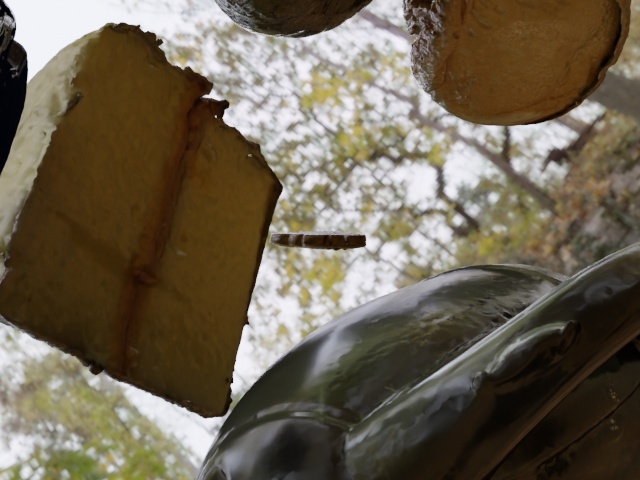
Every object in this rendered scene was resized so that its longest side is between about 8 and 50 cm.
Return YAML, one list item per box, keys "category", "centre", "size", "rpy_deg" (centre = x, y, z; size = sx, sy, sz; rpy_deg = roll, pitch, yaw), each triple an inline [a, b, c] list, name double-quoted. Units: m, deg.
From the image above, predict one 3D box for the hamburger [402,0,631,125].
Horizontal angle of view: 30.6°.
- category: "hamburger"
  centre: [0.218, -0.235, 1.267]
  size: [0.243, 0.146, 0.286]
  rpy_deg: [-23, -41, 33]

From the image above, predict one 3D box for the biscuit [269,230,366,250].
- category: "biscuit"
  centre: [0.000, 0.000, 1.006]
  size: [0.082, 0.092, 0.016]
  rpy_deg: [0, -89, 6]

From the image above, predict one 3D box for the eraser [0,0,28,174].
- category: "eraser"
  centre: [-0.295, -0.089, 0.474]
  size: [0.332, 0.155, 0.101]
  rpy_deg: [16, -104, -6]

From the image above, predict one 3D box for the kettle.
- category: "kettle"
  centre: [0.084, 0.111, 0.632]
  size: [0.321, 0.228, 0.324]
  rpy_deg: [-45, -16, 25]

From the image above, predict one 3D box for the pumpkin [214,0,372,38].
- category: "pumpkin"
  centre: [0.014, -0.305, 1.137]
  size: [0.260, 0.189, 0.260]
  rpy_deg: [-42, -13, -12]

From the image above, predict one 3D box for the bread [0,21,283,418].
- category: "bread"
  centre: [-0.103, -0.012, 0.746]
  size: [0.178, 0.135, 0.240]
  rpy_deg: [-49, -39, 2]
